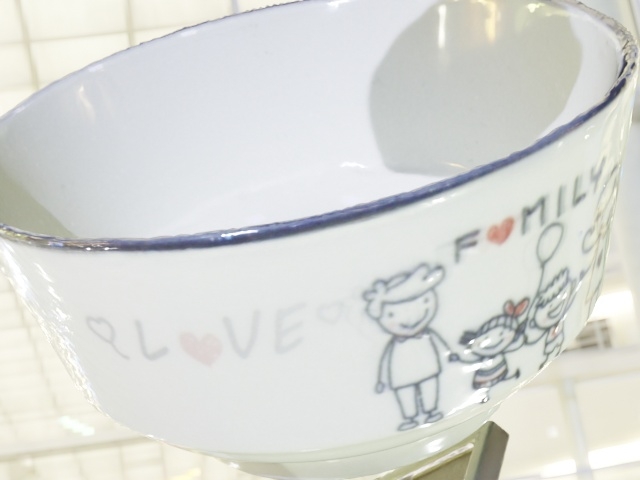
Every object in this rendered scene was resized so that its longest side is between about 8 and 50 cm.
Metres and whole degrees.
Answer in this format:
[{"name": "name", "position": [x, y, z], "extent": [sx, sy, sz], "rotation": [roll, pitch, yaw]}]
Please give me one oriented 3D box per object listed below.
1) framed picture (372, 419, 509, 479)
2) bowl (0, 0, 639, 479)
[{"name": "framed picture", "position": [-0.027, 0.187, 0.614], "extent": [0.016, 0.184, 0.250], "rotation": [40, -47, -17]}, {"name": "bowl", "position": [0.000, 0.000, 0.534], "extent": [0.237, 0.126, 0.238], "rotation": [-9, 26, 5]}]
